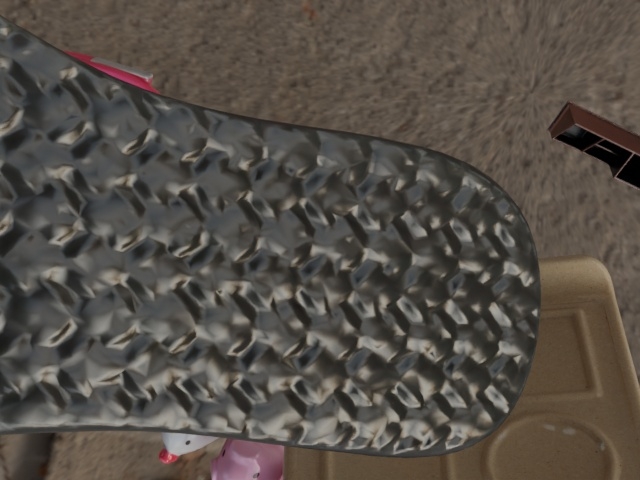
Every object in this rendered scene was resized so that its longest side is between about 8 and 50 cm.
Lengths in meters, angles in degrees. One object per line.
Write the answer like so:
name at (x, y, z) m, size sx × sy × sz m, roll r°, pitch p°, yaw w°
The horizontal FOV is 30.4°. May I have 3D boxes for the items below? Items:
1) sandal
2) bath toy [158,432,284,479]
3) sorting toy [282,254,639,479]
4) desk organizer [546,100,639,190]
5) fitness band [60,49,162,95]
sandal at (-0.118, -0.001, 0.437) m, size 0.446 × 0.107 × 0.167 m, roll 18°, pitch 79°, yaw -28°
bath toy at (-0.058, 0.267, 1.360) m, size 0.348 × 0.151 × 0.129 m, roll 30°, pitch 76°, yaw 27°
sorting toy at (0.077, 0.100, 0.637) m, size 0.193 × 0.208 × 0.038 m, roll -5°, pitch 135°, yaw 5°
desk organizer at (0.339, -0.111, 1.397) m, size 0.130 × 0.050 × 0.047 m, roll 23°, pitch 123°, yaw -14°
fitness band at (-0.300, -0.121, 1.437) m, size 0.291 × 0.054 × 0.209 m, roll 14°, pitch 108°, yaw 4°
